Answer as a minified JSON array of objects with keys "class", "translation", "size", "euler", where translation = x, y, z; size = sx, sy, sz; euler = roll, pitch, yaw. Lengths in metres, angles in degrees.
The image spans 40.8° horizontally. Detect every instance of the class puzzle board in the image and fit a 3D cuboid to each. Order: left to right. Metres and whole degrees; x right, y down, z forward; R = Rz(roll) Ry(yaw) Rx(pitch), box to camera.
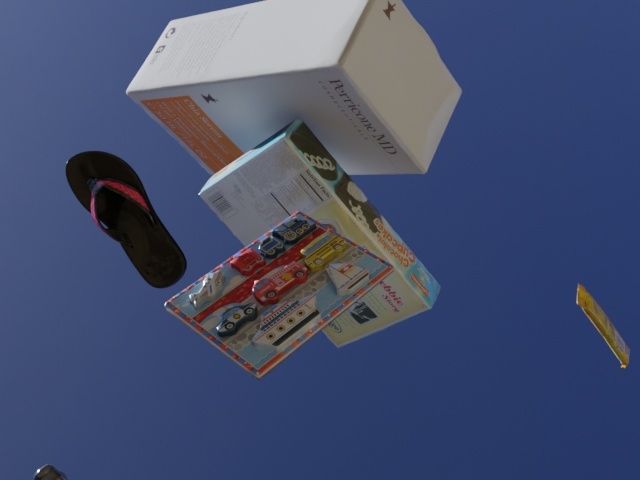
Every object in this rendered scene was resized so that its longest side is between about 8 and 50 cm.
[{"class":"puzzle board","translation":[-0.027,0.030,0.583],"size":[0.096,0.011,0.128],"euler":[30,-127,36]}]

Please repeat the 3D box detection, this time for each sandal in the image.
[{"class":"sandal","translation":[-0.207,-0.027,0.907],"size":[0.067,0.040,0.179],"euler":[-41,-100,9]}]

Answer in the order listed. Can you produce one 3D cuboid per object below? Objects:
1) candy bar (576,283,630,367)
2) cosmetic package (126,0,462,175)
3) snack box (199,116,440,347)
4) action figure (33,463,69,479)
[{"class":"candy bar","translation":[0.425,0.131,1.286],"size":[0.161,0.018,0.040],"euler":[49,-141,-26]},{"class":"cosmetic package","translation":[-0.050,-0.222,1.282],"size":[0.230,0.453,0.161],"euler":[45,-120,-39]},{"class":"snack box","translation":[0.000,0.000,1.223],"size":[0.322,0.187,0.060],"euler":[49,-141,-16]},{"class":"action figure","translation":[-0.246,0.440,0.965],"size":[0.341,0.330,0.178],"euler":[35,-136,13]}]
